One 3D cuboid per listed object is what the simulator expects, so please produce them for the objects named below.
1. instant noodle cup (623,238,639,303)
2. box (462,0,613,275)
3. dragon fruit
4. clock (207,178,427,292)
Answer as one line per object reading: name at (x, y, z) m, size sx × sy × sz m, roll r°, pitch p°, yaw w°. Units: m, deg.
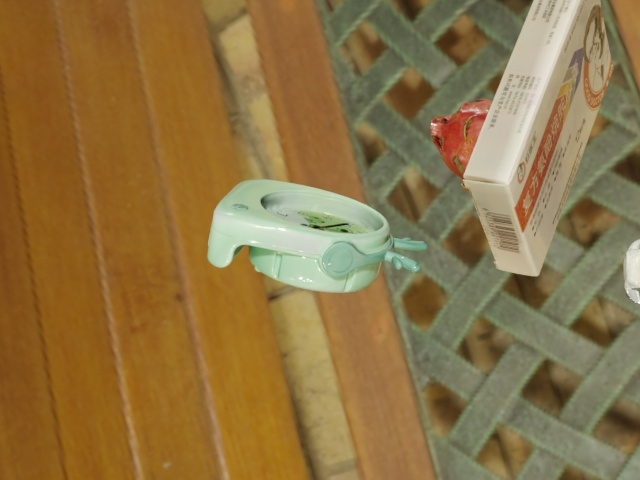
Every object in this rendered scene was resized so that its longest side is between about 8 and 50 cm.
instant noodle cup at (0.380, 0.039, 1.048) m, size 0.125 × 0.208 × 0.177 m, roll 41°, pitch 68°, yaw -71°
box at (0.286, -0.158, 1.496) m, size 0.353 × 0.069 × 0.214 m, roll -67°, pitch 150°, yaw -25°
dragon fruit at (0.229, -0.134, 1.646) m, size 0.136 × 0.166 × 0.133 m, roll -12°, pitch 113°, yaw -56°
clock at (0.000, 0.000, 1.173) m, size 0.159 × 0.211 × 0.066 m, roll -53°, pitch 156°, yaw -69°
